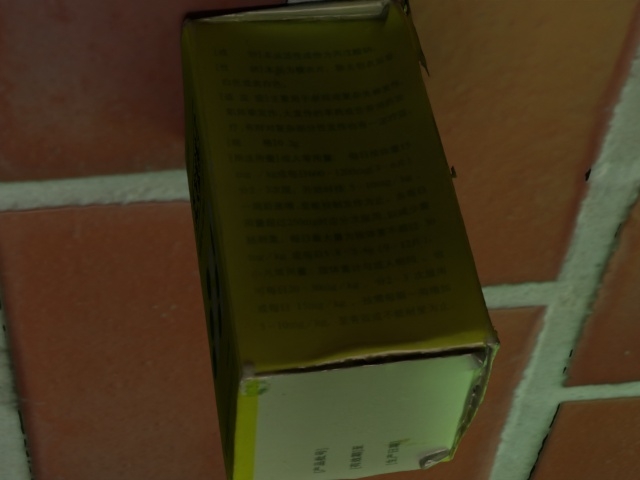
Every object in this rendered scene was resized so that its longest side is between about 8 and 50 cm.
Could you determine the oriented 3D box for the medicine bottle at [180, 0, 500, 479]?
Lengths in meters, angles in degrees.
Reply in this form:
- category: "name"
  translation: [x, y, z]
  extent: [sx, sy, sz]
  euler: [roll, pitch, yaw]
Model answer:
- category: "medicine bottle"
  translation: [0.000, 0.000, 0.967]
  extent: [0.141, 0.250, 0.137]
  euler: [-8, 147, -6]
